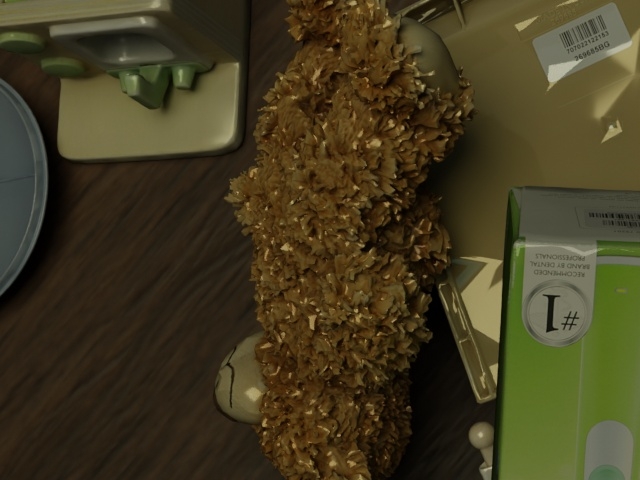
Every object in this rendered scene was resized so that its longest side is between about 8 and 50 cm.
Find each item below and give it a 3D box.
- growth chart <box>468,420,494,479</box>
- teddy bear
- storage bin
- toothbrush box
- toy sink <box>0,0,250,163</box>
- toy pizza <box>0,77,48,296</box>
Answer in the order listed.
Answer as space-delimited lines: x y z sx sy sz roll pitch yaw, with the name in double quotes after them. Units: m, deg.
0.216 0.143 0.836 0.237 0.021 0.172 -15 98 7 "growth chart"
0.000 0.000 0.859 0.338 0.113 0.245 107 146 -41 "teddy bear"
0.187 -0.054 0.894 0.262 0.123 0.260 -24 70 16 "storage bin"
0.192 0.124 0.756 0.206 0.122 0.283 3 106 5 "toothbrush box"
-0.144 -0.186 1.046 0.152 0.131 0.234 -2 78 22 "toy sink"
-0.285 -0.033 1.118 0.201 0.032 0.201 -4 80 26 "toy pizza"
